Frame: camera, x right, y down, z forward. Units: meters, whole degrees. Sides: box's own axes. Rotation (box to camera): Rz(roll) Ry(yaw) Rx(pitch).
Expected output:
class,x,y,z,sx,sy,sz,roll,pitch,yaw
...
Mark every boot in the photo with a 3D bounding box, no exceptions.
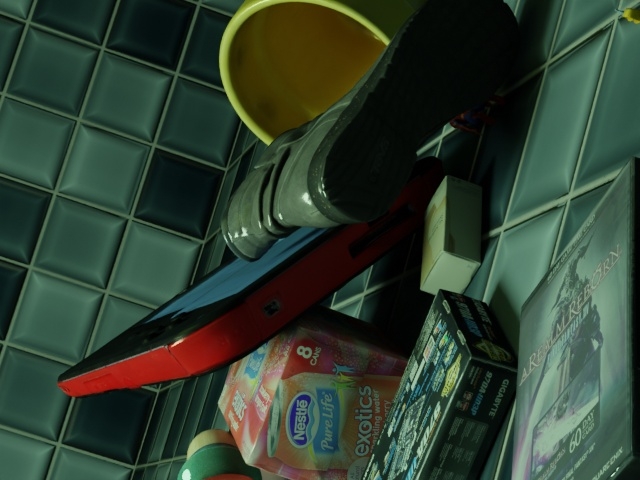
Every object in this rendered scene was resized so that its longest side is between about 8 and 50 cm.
class,x,y,z,sx,sy,sz,roll,pitch,yaw
boot,0.040,-0.126,1.797,0.338,0.118,0.223,-45,15,-30

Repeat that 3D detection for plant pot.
class,x,y,z,sx,sy,sz,roll,pitch,yaw
plant pot,0.040,-0.249,2.136,0.239,0.254,0.254,-59,-1,-43

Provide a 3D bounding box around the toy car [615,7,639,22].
class,x,y,z,sx,sy,sz,roll,pitch,yaw
toy car,0.255,-0.216,1.443,0.122,0.041,0.060,-95,26,-67

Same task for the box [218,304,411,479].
class,x,y,z,sx,sy,sz,roll,pitch,yaw
box,-0.005,0.155,1.865,0.300,0.142,0.154,-140,71,-79

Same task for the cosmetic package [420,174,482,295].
class,x,y,z,sx,sy,sz,roll,pitch,yaw
cosmetic package,0.128,-0.003,1.732,0.115,0.041,0.060,-83,16,-49

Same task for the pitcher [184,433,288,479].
class,x,y,z,sx,sy,sz,roll,pitch,yaw
pitcher,-0.075,0.263,2.039,0.178,0.125,0.207,-40,1,10

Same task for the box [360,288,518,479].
class,x,y,z,sx,sy,sz,roll,pitch,yaw
box,0.098,0.171,1.553,0.175,0.051,0.220,-107,37,-73

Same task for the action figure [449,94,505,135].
class,x,y,z,sx,sy,sz,roll,pitch,yaw
action figure,0.158,-0.130,1.832,0.038,0.030,0.115,-68,16,-5

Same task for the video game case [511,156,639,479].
class,x,y,z,sx,sy,sz,roll,pitch,yaw
video game case,0.189,0.098,1.284,0.196,0.026,0.274,120,164,-46

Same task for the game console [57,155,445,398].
class,x,y,z,sx,sy,sz,roll,pitch,yaw
game console,-0.068,0.038,1.886,0.386,0.060,0.342,-35,12,-34

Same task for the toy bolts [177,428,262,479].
class,x,y,z,sx,sy,sz,roll,pitch,yaw
toy bolts,-0.119,0.313,1.846,0.158,0.218,0.228,-106,9,-65
